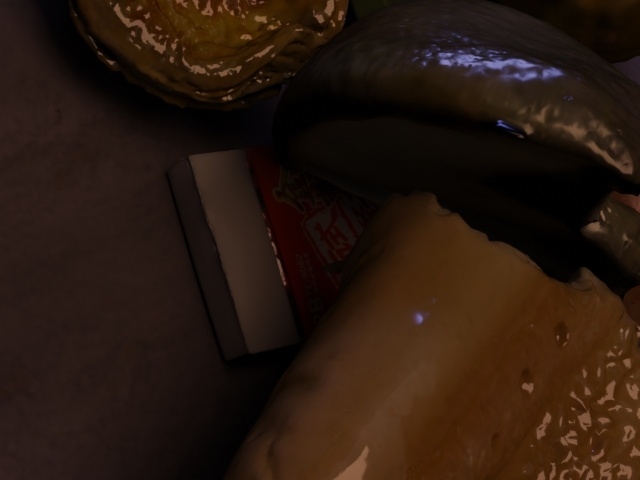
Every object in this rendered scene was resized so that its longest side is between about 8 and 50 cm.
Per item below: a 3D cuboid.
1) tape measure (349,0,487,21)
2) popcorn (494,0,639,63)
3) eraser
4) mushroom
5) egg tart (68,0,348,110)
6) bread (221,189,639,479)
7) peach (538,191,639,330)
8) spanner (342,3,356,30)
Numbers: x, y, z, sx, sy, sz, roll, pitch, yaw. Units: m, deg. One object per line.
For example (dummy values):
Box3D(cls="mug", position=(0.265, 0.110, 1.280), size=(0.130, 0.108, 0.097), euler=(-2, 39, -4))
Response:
Box3D(cls="tape measure", position=(0.098, -0.173, 1.223), size=(0.177, 0.087, 0.154), euler=(-21, 90, -61))
Box3D(cls="popcorn", position=(0.266, -0.347, 1.266), size=(0.390, 0.344, 0.354), euler=(17, 58, -54))
Box3D(cls="eraser", position=(0.000, 0.000, 1.112), size=(0.230, 0.038, 0.157), euler=(-10, 78, -41))
Box3D(cls="mushroom", position=(0.135, -0.095, 1.001), size=(0.292, 0.217, 0.212), euler=(33, 69, 10))
Box3D(cls="egg tart", position=(-0.091, -0.207, 1.062), size=(0.241, 0.106, 0.241), euler=(5, 79, -28))
Box3D(cls="bread", position=(0.063, 0.216, 0.943), size=(0.361, 0.250, 0.394), euler=(47, 53, -14))
Box3D(cls="peach", position=(0.234, 0.021, 1.201), size=(0.214, 0.214, 0.235), euler=(16, 100, -35))
Box3D(cls="spanner", position=(0.020, -0.267, 1.255), size=(0.054, 0.015, 0.254), euler=(11, 66, -39))
